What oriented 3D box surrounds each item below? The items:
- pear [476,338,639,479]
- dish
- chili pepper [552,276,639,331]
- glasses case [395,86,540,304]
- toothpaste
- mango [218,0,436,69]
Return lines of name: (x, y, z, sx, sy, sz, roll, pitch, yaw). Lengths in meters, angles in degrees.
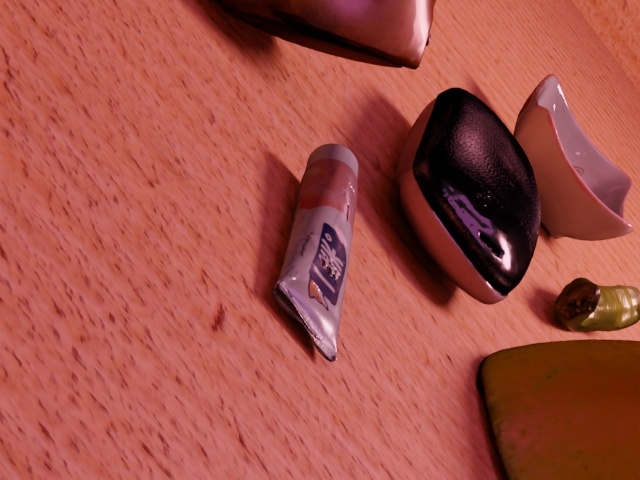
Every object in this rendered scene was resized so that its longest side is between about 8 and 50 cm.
pear: (0.285, 0.207, 1.309, 0.399, 0.165, 0.399, 50, 17, -21)
dish: (0.241, -0.072, 1.893, 0.151, 0.077, 0.212, 52, 16, -7)
chili pepper: (0.243, 0.058, 1.689, 0.050, 0.052, 0.202, 30, 8, 22)
glasses case: (0.116, -0.041, 1.463, 0.122, 0.075, 0.314, 52, 16, -9)
toothpaste: (0.000, 0.000, 1.128, 0.056, 0.036, 0.205, 50, 21, -19)
mango: (-0.015, -0.223, 1.319, 0.236, 0.166, 0.136, 17, -7, -35)
